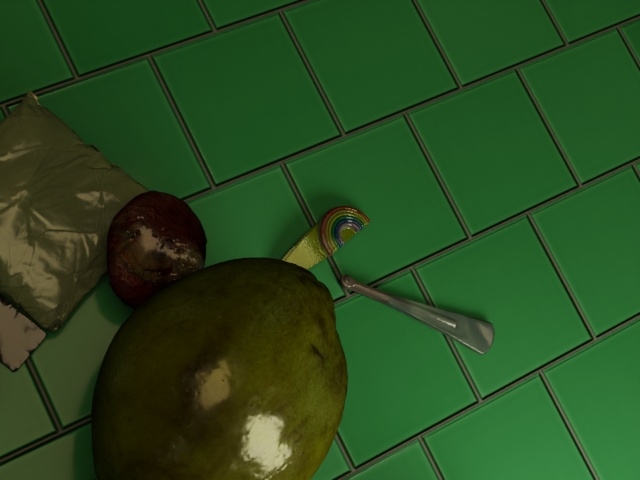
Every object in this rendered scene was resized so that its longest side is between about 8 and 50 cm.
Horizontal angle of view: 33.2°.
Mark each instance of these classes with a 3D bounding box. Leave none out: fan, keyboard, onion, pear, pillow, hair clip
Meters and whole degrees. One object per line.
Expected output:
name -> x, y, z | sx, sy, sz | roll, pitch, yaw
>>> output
fan -> 0.158, 0.120, 1.763 | 0.282, 0.023, 0.057 | 20, 78, -11
keyboard -> -0.498, 0.104, 1.566 | 0.196, 0.015, 0.074 | 39, 82, -3
onion -> -0.228, 0.019, 1.589 | 0.147, 0.184, 0.184 | 11, 64, 32
pear -> -0.140, 0.211, 1.479 | 0.352, 0.352, 0.413 | 43, 55, -1
pillow -> -0.419, -0.049, 1.605 | 0.280, 0.076, 0.274 | 40, 66, -3
hair clip -> 0.000, 0.000, 1.744 | 0.188, 0.033, 0.060 | -39, 87, -24

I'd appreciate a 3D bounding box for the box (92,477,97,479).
box -> -0.278, 0.463, 1.500 | 0.164, 0.069, 0.256 | -33, 86, -23
